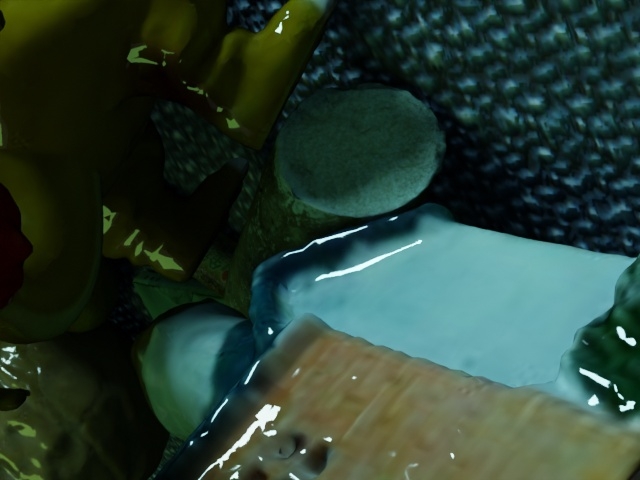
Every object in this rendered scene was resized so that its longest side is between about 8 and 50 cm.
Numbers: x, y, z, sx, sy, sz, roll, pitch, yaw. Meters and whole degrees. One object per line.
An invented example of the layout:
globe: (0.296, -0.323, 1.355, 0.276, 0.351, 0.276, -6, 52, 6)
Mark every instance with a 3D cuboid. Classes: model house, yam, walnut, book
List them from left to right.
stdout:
walnut: (-0.222, 0.134, 0.932, 0.213, 0.213, 0.213, 34, 150, 24)
book: (-0.064, 0.070, 0.799, 0.135, 0.017, 0.103, 5, 128, 51)
yam: (0.000, 0.000, 0.557, 0.078, 0.078, 0.179, 42, 152, 10)
model house: (0.032, 0.093, 0.455, 0.291, 0.253, 0.184, 23, 153, 45)

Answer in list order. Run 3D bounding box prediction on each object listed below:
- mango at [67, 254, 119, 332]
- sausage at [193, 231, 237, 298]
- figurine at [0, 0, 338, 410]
mango: (-0.223, -0.022, 0.824, 0.227, 0.099, 0.136, 47, 159, -20)
sausage: (-0.101, -0.015, 0.725, 0.269, 0.033, 0.033, 34, 150, 24)
figurine: (-0.202, -0.117, 0.493, 0.387, 0.268, 0.401, 32, 162, 0)
